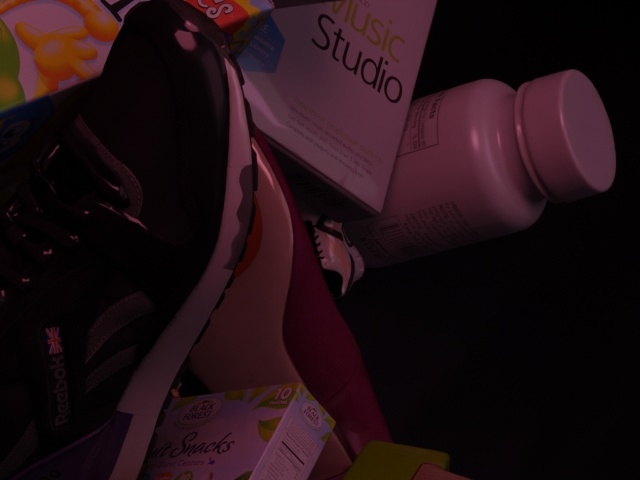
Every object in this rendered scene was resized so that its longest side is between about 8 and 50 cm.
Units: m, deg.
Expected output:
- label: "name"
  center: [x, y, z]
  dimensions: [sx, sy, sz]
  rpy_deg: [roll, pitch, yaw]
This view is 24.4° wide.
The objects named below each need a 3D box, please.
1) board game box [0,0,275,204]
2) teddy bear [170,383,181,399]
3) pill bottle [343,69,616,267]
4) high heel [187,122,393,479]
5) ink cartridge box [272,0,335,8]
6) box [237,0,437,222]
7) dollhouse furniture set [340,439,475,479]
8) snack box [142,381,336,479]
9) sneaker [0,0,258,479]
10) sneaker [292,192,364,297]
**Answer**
- label: "board game box"
  center: [-0.186, -0.097, 0.757]
  dimensions: [0.275, 0.144, 0.142]
  rpy_deg: [-29, 80, -38]
- label: "teddy bear"
  center: [-0.167, 0.073, 0.879]
  dimensions: [0.245, 0.113, 0.338]
  rpy_deg: [22, 66, -43]
- label: "pill bottle"
  center: [0.121, -0.063, 1.237]
  dimensions: [0.131, 0.229, 0.131]
  rpy_deg: [29, 54, -49]
- label: "high heel"
  center: [-0.031, 0.065, 1.084]
  dimensions: [0.181, 0.127, 0.377]
  rpy_deg: [-15, 93, -71]
- label: "ink cartridge box"
  center: [-0.128, -0.314, 1.018]
  dimensions: [0.130, 0.271, 0.310]
  rpy_deg: [73, 11, -74]
- label: "box"
  center: [-0.008, -0.207, 1.170]
  dimensions: [0.232, 0.058, 0.322]
  rpy_deg: [33, 61, -35]
- label: "dollhouse furniture set"
  center: [0.063, 0.310, 0.943]
  dimensions: [0.197, 0.151, 0.302]
  rpy_deg: [-49, 147, -49]
- label: "snack box"
  center: [-0.068, 0.129, 0.785]
  dimensions: [0.037, 0.141, 0.100]
  rpy_deg: [50, 51, -25]
- label: "sneaker"
  center: [-0.123, 0.021, 0.697]
  dimensions: [0.124, 0.107, 0.283]
  rpy_deg: [-2, 122, -39]
- label: "sneaker"
  center: [0.000, 0.000, 1.203]
  dimensions: [0.109, 0.040, 0.044]
  rpy_deg: [58, 38, -23]
